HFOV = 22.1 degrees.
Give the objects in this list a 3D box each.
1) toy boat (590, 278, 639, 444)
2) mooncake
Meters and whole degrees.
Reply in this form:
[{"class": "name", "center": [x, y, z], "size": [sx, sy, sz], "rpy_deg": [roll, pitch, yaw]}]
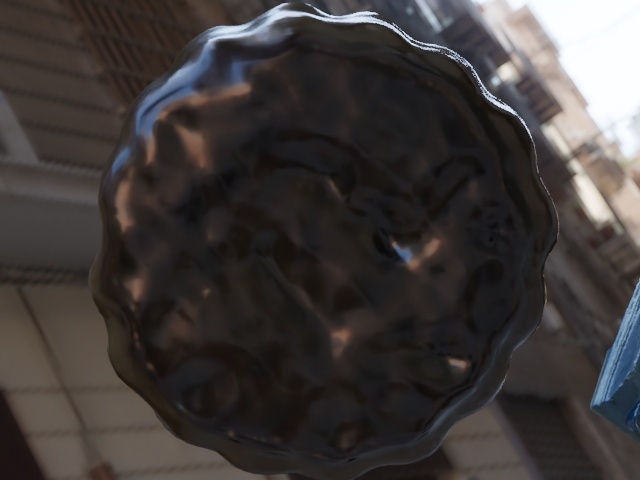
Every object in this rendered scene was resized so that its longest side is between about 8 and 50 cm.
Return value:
[{"class": "toy boat", "center": [0.259, 0.074, 1.231], "size": [0.215, 0.088, 0.102], "rpy_deg": [-59, 11, -31]}, {"class": "mooncake", "center": [0.000, 0.000, 0.991], "size": [0.290, 0.290, 0.161], "rpy_deg": [-31, 5, 1]}]
